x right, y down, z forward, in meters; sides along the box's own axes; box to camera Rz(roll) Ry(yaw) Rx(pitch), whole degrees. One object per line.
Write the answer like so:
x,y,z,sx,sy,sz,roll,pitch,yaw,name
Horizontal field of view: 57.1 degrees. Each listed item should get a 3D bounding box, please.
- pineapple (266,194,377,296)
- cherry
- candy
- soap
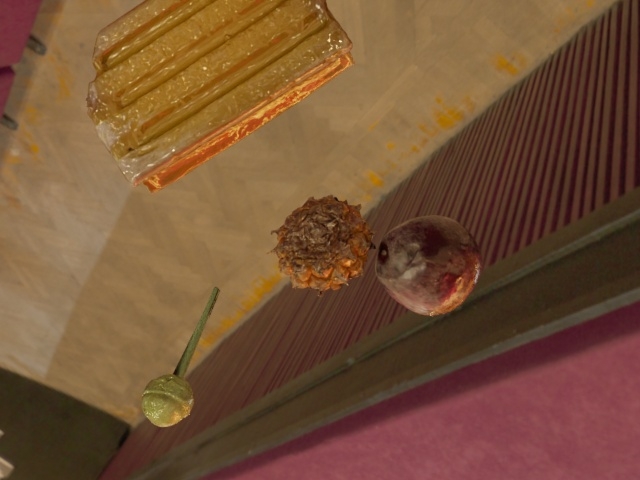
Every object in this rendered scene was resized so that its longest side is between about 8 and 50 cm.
0.000,0.000,1.142,0.225,0.224,0.076,9,164,22,pineapple
0.194,0.045,1.094,0.195,0.195,0.195,16,135,16,cherry
-0.267,0.223,1.205,0.093,0.335,0.092,-1,134,16,candy
-0.101,-0.162,0.537,0.232,0.073,0.140,-32,82,4,soap
